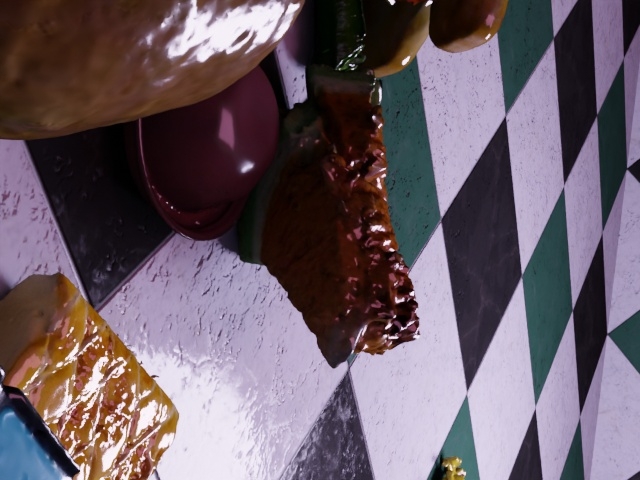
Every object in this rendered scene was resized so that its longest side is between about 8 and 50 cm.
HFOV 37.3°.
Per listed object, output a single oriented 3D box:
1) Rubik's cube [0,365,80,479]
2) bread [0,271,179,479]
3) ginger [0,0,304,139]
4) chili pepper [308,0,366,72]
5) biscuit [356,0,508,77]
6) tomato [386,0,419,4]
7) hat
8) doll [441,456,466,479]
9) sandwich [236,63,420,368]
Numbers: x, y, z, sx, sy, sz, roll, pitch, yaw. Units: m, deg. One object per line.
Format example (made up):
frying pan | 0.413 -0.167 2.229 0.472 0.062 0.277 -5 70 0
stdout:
Rubik's cube | -0.253 0.125 0.451 0.183 0.167 0.180 -62 146 -35
bread | -0.185 0.127 0.690 0.126 0.068 0.188 -65 147 -33
ginger | -0.148 -0.153 0.504 0.200 0.269 0.223 109 3 -46
chili pepper | 0.020 -0.270 1.033 0.108 0.062 0.216 -39 130 -86
biscuit | 0.137 -0.332 1.071 0.062 0.236 0.291 21 73 -33
tomato | 0.087 -0.379 0.868 0.239 0.303 0.304 -47 136 -33
hat | -0.088 -0.100 0.817 0.205 0.089 0.206 -14 106 -61
doll | 0.206 0.428 1.479 0.145 0.096 0.188 54 38 -62
sandwich | 0.000 0.000 0.929 0.301 0.161 0.251 -99 -174 -50
